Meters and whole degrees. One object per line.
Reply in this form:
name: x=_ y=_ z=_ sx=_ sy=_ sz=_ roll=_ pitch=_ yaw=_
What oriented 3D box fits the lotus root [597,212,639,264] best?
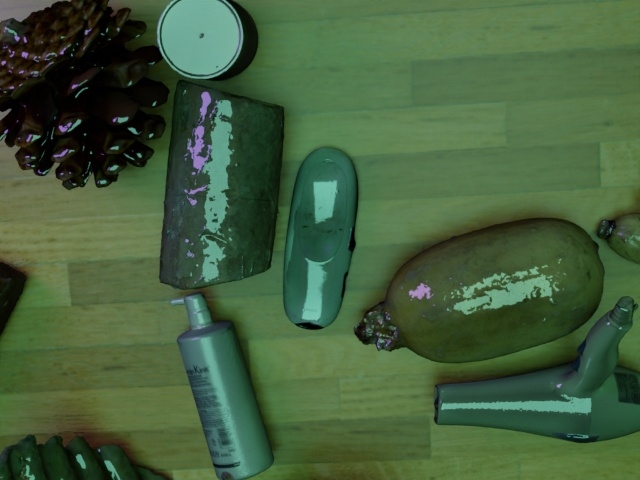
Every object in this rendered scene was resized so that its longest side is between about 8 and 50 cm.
lotus root: x=0.450 y=0.001 z=1.398 sx=0.152 sy=0.063 sz=0.072 roll=6 pitch=88 yaw=6

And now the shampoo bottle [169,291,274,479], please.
shampoo bottle: x=-0.139 y=0.199 z=1.445 sx=0.085 sy=0.085 sz=0.262 roll=-15 pitch=96 yaw=5

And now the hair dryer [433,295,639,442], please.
hair dryer: x=0.281 y=0.181 z=1.356 sx=0.296 sy=0.119 sz=0.298 roll=-14 pitch=140 yaw=15

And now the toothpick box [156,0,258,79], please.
toothpick box: x=-0.141 y=-0.260 z=1.334 sx=0.111 sy=0.180 sz=0.111 roll=0 pitch=99 yaw=2

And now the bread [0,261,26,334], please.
bread: x=-0.578 y=0.195 z=1.456 sx=0.165 sy=0.113 sz=0.416 roll=29 pitch=97 yaw=-2

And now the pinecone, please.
pinecone: x=-0.310 y=-0.186 z=1.333 sx=0.264 sy=0.264 sz=0.264 roll=0 pitch=98 yaw=3

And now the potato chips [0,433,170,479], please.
potato chips: x=-0.296 y=0.432 z=1.354 sx=0.389 sy=0.373 sz=0.097 roll=44 pitch=133 yaw=-10

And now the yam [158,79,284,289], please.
yam: x=-0.130 y=-0.073 z=1.370 sx=0.161 sy=0.161 sz=0.268 roll=5 pitch=98 yaw=2

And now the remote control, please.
remote control: x=0.000 y=0.000 z=1.431 sx=0.097 sy=0.045 sz=0.256 roll=5 pitch=101 yaw=3

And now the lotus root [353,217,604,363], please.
lotus root: x=0.207 y=0.075 z=1.376 sx=0.343 sy=0.151 sz=0.169 roll=-17 pitch=98 yaw=5
